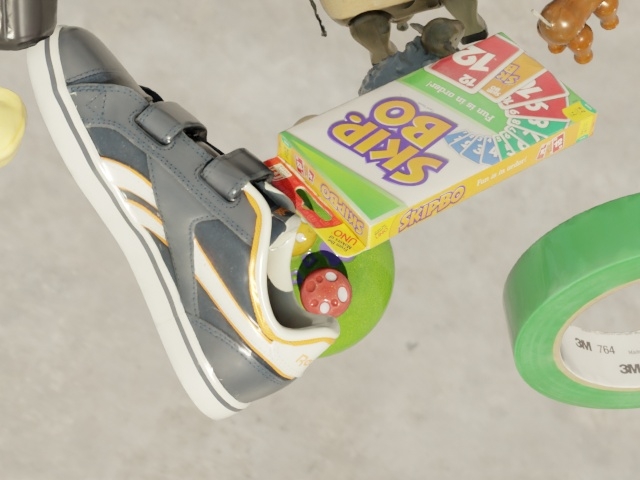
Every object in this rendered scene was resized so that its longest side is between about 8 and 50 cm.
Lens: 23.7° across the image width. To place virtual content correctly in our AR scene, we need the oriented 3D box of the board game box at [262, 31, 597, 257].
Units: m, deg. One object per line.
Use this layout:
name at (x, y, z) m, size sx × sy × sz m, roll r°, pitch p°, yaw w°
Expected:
board game box at (0.086, -0.081, 1.231) m, size 0.259 × 0.039 × 0.124 m, roll -28°, pitch 55°, yaw -23°

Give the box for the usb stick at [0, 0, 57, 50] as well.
usb stick at (-0.188, -0.251, 0.915) m, size 0.045 × 0.077 × 0.278 m, roll 4°, pitch 111°, yaw 8°

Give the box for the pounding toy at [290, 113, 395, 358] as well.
pounding toy at (0.000, 0.000, 1.514) m, size 0.183 × 0.110 × 0.237 m, roll 29°, pitch 82°, yaw 2°

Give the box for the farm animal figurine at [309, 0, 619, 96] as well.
farm animal figurine at (0.130, -0.304, 1.521) m, size 0.327 × 0.172 × 0.330 m, roll -30°, pitch 53°, yaw 2°

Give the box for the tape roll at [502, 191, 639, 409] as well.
tape roll at (0.356, 0.068, 1.610) m, size 0.321 × 0.321 × 0.077 m, roll -15°, pitch 55°, yaw 8°

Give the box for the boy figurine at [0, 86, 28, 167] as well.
boy figurine at (-0.418, -0.094, 1.553) m, size 0.285 × 0.177 × 0.092 m, roll -15°, pitch 39°, yaw 34°

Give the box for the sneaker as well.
sneaker at (-0.096, -0.035, 1.141) m, size 0.127 × 0.126 × 0.321 m, roll -28°, pitch 92°, yaw 15°
